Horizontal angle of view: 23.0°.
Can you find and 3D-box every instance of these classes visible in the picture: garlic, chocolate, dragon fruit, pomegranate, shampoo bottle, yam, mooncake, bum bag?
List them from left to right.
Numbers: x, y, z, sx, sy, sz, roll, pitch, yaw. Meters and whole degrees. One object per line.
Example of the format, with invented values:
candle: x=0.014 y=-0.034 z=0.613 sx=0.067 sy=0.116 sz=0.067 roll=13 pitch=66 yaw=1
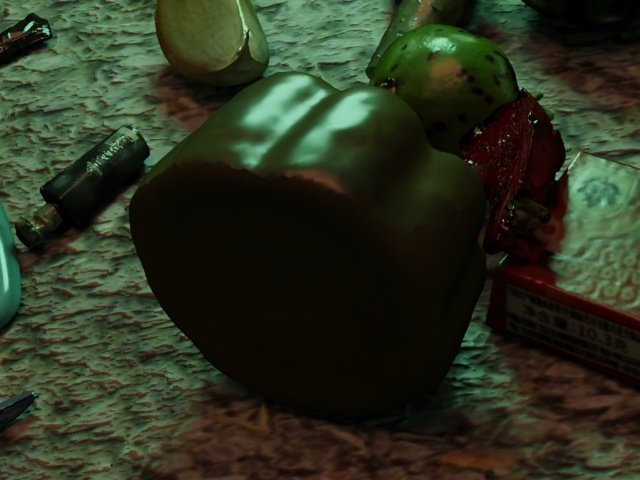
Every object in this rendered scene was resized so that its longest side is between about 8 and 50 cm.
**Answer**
bum bag: x=-0.448 y=-0.288 z=2.277 sx=0.124 sy=0.034 sz=0.058 roll=-29 pitch=62 yaw=-12
shampoo bottle: x=-0.309 y=-0.068 z=2.020 sx=0.057 sy=0.063 sz=0.207 roll=20 pitch=55 yaw=42
garlic: x=-0.139 y=-0.290 z=2.119 sx=0.145 sy=0.164 sz=0.245 roll=-11 pitch=49 yaw=-20
mooncake: x=0.000 y=0.000 z=1.681 sx=0.378 sy=0.378 sz=0.201 roll=12 pitch=46 yaw=23
yam: x=0.149 y=-0.307 z=2.068 sx=0.093 sy=0.093 sz=0.259 roll=19 pitch=72 yaw=28
pomegranate: x=0.167 y=-0.153 z=1.914 sx=0.263 sy=0.211 sz=0.211 roll=11 pitch=34 yaw=-35
dragon fruit: x=0.203 y=-0.072 z=1.722 sx=0.122 sy=0.092 sz=0.192 roll=11 pitch=57 yaw=7
chocolate: x=0.335 y=0.027 z=1.747 sx=0.237 sy=0.108 sz=0.235 roll=23 pitch=58 yaw=29

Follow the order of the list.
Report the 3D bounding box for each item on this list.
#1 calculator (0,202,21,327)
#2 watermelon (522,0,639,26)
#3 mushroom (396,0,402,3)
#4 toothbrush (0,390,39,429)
calculator: x=-0.520 y=0.018 z=2.002 sx=0.256 sy=0.054 sz=0.386 roll=-23 pitch=50 yaw=-8
watermelon: x=0.362 y=-0.404 z=2.044 sx=0.269 sy=0.269 sz=0.269 roll=-7 pitch=47 yaw=7
mushroom: x=0.164 y=-0.374 z=2.180 sx=0.171 sy=0.080 sz=0.135 roll=-5 pitch=61 yaw=2
toothbrush: x=-0.506 y=0.269 z=1.774 sx=0.413 sy=0.035 sz=0.042 roll=-26 pitch=44 yaw=-10
